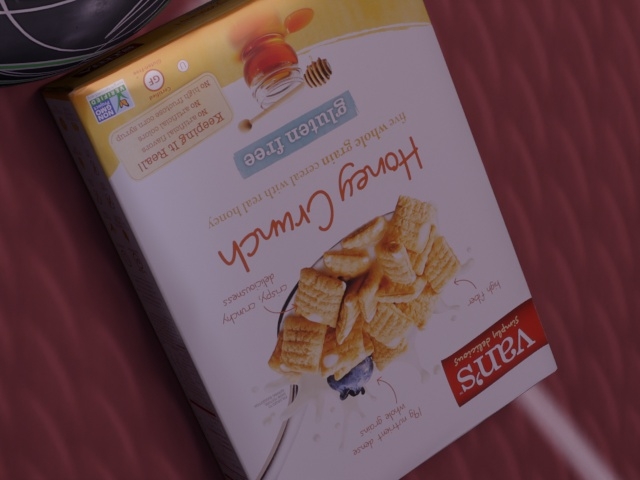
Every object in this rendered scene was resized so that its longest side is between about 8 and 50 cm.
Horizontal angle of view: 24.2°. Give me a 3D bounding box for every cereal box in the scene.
[{"bbox_3d":[0.000,0.000,0.692,0.173,0.047,0.240,-32,111,-21],"label":"cereal box"}]

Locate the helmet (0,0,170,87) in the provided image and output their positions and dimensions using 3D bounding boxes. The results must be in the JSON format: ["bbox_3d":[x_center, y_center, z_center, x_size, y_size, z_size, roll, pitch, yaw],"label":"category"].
[{"bbox_3d":[-0.119,-0.136,0.543,0.169,0.169,0.161,-7,83,-27],"label":"helmet"}]
